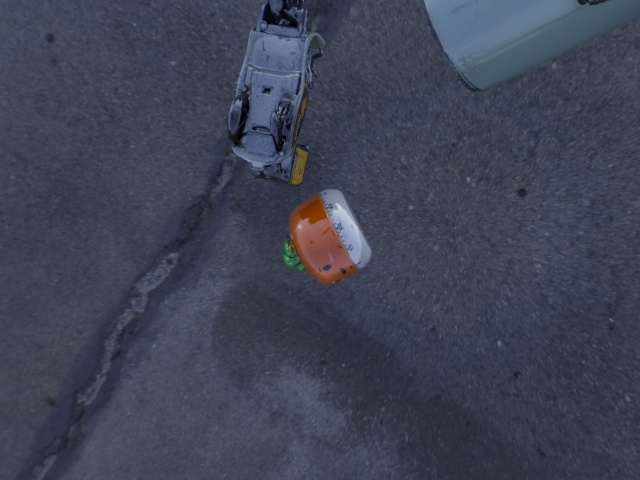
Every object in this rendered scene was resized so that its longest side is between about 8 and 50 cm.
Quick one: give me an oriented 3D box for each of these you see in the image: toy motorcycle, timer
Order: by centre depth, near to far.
[{"bbox_3d":[-0.051,-0.211,0.796,0.091,0.157,0.263,11,93,16],"label":"toy motorcycle"},{"bbox_3d":[0.000,0.000,0.861,0.136,0.099,0.136,-7,59,12],"label":"timer"}]

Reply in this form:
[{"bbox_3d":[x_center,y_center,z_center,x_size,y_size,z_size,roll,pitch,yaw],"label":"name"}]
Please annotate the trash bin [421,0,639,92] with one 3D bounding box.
[{"bbox_3d":[0.302,-0.363,0.848,0.262,0.277,0.217,-21,119,34],"label":"trash bin"}]
